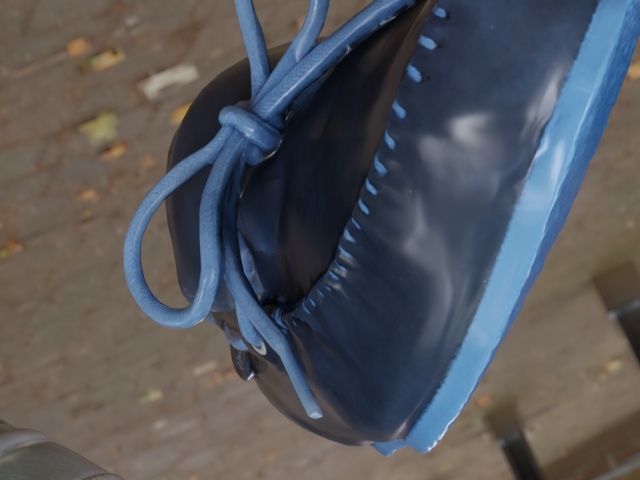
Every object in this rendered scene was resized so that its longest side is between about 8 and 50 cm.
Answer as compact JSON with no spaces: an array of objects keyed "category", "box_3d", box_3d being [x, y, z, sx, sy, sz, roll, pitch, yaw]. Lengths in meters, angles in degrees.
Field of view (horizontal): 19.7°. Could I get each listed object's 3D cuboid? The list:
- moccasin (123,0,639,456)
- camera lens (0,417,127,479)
[{"category":"moccasin","box_3d":[0.000,0.000,0.560,0.137,0.117,0.342,-61,179,-20]},{"category":"camera lens","box_3d":[-0.082,0.211,0.639,0.219,0.274,0.219,-51,167,-16]}]
